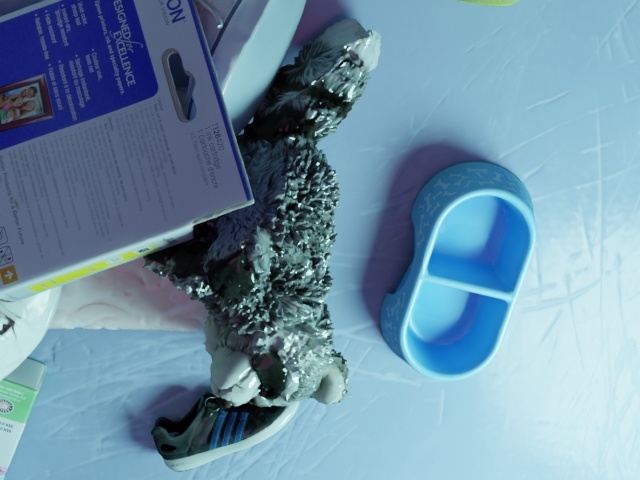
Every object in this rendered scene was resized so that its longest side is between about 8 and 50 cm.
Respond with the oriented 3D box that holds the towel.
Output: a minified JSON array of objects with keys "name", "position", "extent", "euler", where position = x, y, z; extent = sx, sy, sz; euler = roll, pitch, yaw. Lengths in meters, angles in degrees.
[{"name":"towel","position":[-0.276,-0.038,1.375],"extent":[0.331,0.053,0.317],"euler":[2,108,-7]}]

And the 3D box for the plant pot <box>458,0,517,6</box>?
[{"name":"plant pot","position":[0.205,-0.403,1.208],"extent":[0.276,0.276,0.254],"euler":[-8,122,-3]}]

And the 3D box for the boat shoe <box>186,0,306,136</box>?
[{"name":"boat shoe","position":[-0.106,-0.296,1.253],"extent":[0.156,0.136,0.367],"euler":[22,95,16]}]

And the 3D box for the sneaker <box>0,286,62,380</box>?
[{"name":"sneaker","position":[-0.398,0.134,1.280],"extent":[0.108,0.169,0.292],"euler":[36,86,-11]}]

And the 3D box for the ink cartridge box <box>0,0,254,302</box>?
[{"name":"ink cartridge box","position":[-0.249,-0.123,1.221],"extent":[0.307,0.072,0.304],"euler":[-18,78,5]}]

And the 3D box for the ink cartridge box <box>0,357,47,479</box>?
[{"name":"ink cartridge box","position":[-0.464,0.241,1.430],"extent":[0.154,0.093,0.212],"euler":[22,106,-13]}]

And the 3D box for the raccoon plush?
[{"name":"raccoon plush","position":[0.000,0.000,1.334],"extent":[0.446,0.216,0.299],"euler":[-46,130,-6]}]

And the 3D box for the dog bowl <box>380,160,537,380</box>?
[{"name":"dog bowl","position":[0.183,0.049,1.441],"extent":[0.166,0.074,0.297],"euler":[13,108,-10]}]

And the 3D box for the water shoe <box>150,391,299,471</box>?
[{"name":"water shoe","position":[-0.127,0.236,1.474],"extent":[0.203,0.073,0.080],"euler":[-26,107,3]}]
